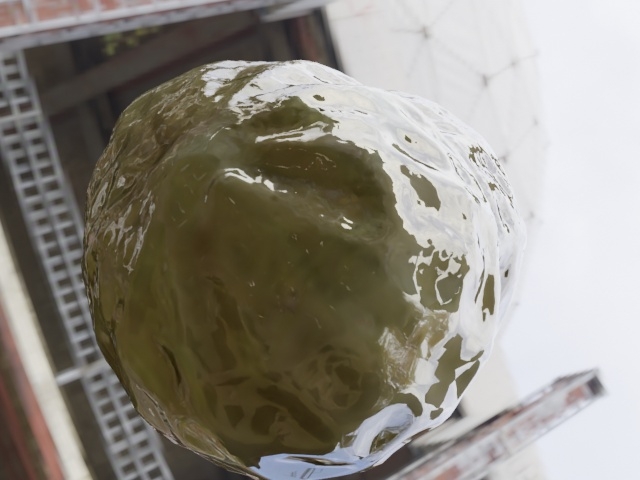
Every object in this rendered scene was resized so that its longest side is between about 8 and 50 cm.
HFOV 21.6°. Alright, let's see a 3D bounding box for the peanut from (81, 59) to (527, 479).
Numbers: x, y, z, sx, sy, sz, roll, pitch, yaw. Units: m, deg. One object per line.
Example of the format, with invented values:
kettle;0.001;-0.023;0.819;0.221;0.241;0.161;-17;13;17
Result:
peanut;0.000;0.000;0.565;0.136;0.298;0.120;45;-80;5
